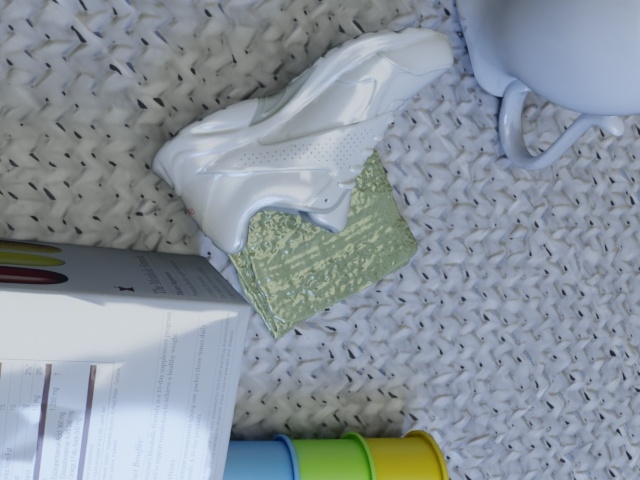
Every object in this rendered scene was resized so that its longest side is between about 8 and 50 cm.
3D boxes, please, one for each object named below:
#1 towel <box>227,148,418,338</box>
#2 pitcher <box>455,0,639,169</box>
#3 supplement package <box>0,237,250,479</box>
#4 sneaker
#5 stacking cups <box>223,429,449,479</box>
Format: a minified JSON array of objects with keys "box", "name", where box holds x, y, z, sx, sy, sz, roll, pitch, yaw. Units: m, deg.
[{"box":[0.000,0.000,0.592,0.148,0.027,0.110,-29,109,-13],"name":"towel"},{"box":[0.191,-0.131,0.546,0.125,0.207,0.178,-17,107,-18],"name":"pitcher"},{"box":[-0.187,0.077,0.471,0.244,0.139,0.134,6,99,-23],"name":"supplement package"},{"box":[0.004,-0.067,0.538,0.232,0.090,0.115,-30,93,-5],"name":"sneaker"},{"box":[-0.058,0.198,0.570,0.316,0.096,0.096,4,99,-22],"name":"stacking cups"}]
